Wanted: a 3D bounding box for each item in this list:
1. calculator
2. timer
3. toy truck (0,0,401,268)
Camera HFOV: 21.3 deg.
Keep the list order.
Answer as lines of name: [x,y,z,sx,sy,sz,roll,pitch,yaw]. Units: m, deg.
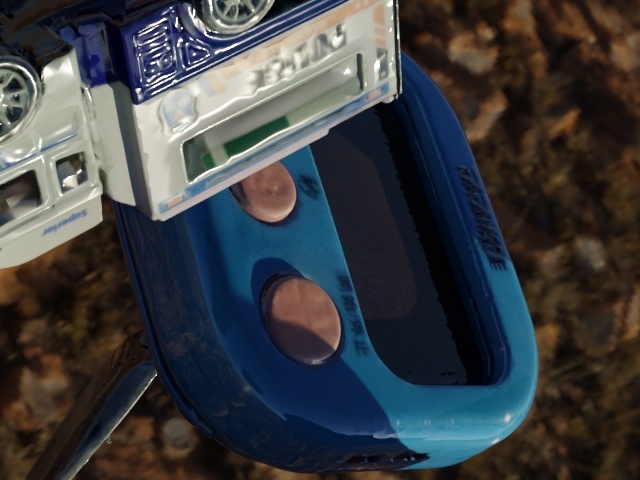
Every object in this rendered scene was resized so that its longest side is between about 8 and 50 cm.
calculator: [-0.263,0.213,1.893,0.040,0.268,0.177,34,10,-10]
timer: [0.000,0.000,1.182,0.309,0.115,0.340,4,60,-43]
toy truck: [-0.094,-0.087,0.830,0.268,0.155,0.124,-29,46,-24]
